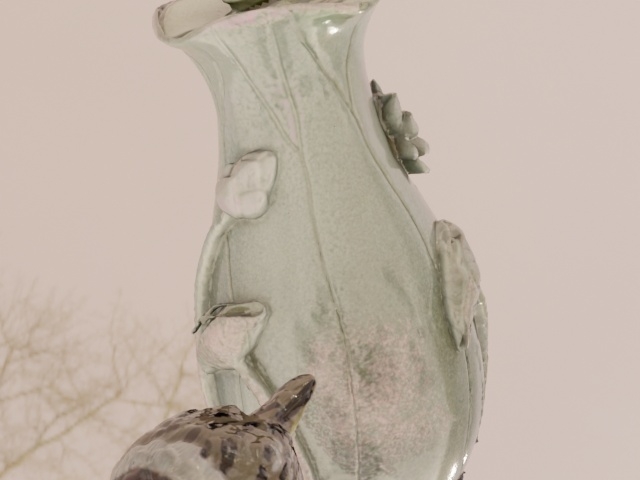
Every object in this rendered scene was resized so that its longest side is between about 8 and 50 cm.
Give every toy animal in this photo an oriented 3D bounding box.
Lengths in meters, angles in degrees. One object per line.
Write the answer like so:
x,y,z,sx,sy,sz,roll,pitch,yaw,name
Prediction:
-0.049,0.113,0.570,0.098,0.137,0.098,25,-16,8,toy animal

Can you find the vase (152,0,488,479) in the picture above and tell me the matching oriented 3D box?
0.000,0.000,0.964,0.249,0.250,0.446,-9,-69,6,vase
